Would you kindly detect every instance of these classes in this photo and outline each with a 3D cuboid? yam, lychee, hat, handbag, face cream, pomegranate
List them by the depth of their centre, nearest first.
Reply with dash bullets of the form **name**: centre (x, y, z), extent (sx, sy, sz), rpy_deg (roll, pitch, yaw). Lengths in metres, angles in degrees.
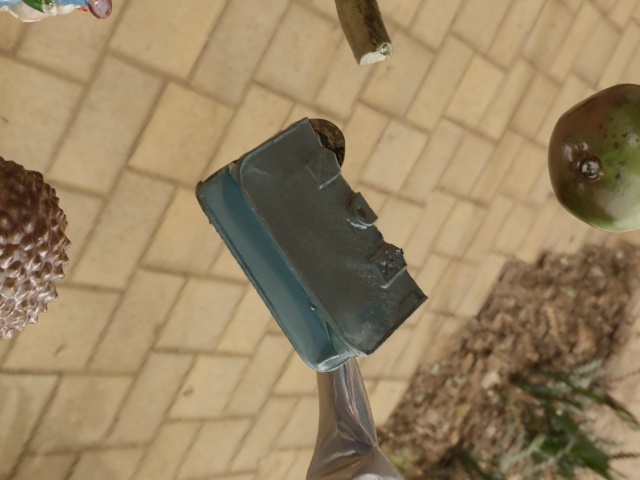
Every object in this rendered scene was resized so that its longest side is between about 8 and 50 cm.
- **handbag**: centre (0.000, 0.000, 1.160), extent (0.062, 0.229, 0.179), rpy_deg (-30, -176, 40)
- **lychee**: centre (-0.356, -0.010, 1.204), extent (0.200, 0.200, 0.238), rpy_deg (30, 56, -62)
- **pomegranate**: centre (0.378, -0.099, 1.433), extent (0.209, 0.180, 0.180), rpy_deg (-4, 122, -46)
- **face cream**: centre (0.036, 0.250, 1.592), extent (0.137, 0.420, 0.235), rpy_deg (-19, 126, 6)
- **hat**: centre (-0.015, -0.146, 1.826), extent (0.121, 0.121, 0.050), rpy_deg (-54, 157, -6)
- **yam**: centre (0.048, -0.408, 1.889), extent (0.071, 0.317, 0.067), rpy_deg (-20, 150, 7)

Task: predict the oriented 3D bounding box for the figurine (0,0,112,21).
- **figurine**: centre (-0.356, -0.344, 1.568), extent (0.234, 0.185, 0.127), rpy_deg (146, -40, -72)
